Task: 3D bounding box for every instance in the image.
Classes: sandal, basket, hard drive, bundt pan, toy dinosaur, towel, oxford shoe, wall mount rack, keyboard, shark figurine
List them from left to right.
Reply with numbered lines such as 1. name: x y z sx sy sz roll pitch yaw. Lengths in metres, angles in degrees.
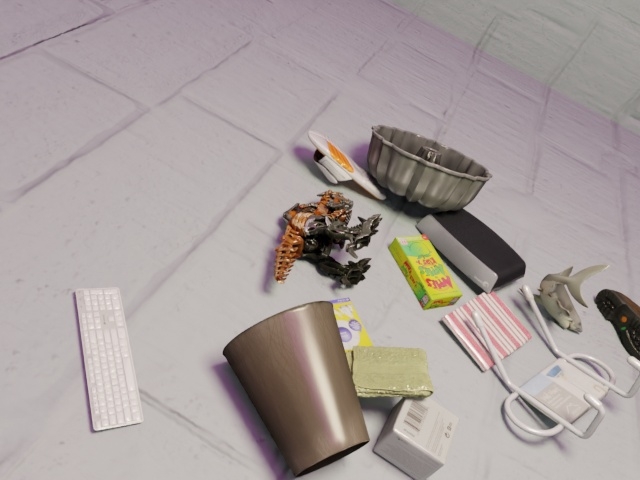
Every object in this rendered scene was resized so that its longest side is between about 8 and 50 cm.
1. keyboard: -0.345 0.181 0.866 0.072 0.014 0.256 -4 51 -29
2. basket: -0.027 0.243 0.863 0.204 0.154 0.227 -24 64 -3
3. toy dinosaur: 0.000 0.000 1.147 0.218 0.164 0.322 23 60 17
4. sandal: 0.055 -0.171 1.360 0.265 0.076 0.102 39 24 -18
5. towel: 0.118 0.230 0.937 0.148 0.027 0.110 -1 35 2
6. bundt pan: 0.263 -0.179 1.385 0.331 0.124 0.331 19 23 -8
7. hard drive: 0.380 0.011 1.336 0.172 0.054 0.254 -15 50 -37
8. towel: 0.372 0.198 1.193 0.197 0.029 0.144 -19 62 -37
9. wall mount rack: 0.486 0.248 1.128 0.350 0.130 0.304 -15 38 -38
10. shark figurine: 0.561 0.098 1.230 0.116 0.278 0.166 -45 59 -8
11. oxford shoe: 0.800 0.218 1.343 0.096 0.083 0.227 8 47 -25

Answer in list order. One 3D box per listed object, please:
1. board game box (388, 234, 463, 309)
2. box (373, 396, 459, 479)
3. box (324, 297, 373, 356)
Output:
1. board game box: 0.241 0.069 1.238 0.092 0.043 0.181 -4 51 -30
2. box: 0.164 0.332 0.915 0.102 0.087 0.101 34 42 6
3. box: 0.041 0.197 1.019 0.105 0.043 0.179 -6 54 -30
